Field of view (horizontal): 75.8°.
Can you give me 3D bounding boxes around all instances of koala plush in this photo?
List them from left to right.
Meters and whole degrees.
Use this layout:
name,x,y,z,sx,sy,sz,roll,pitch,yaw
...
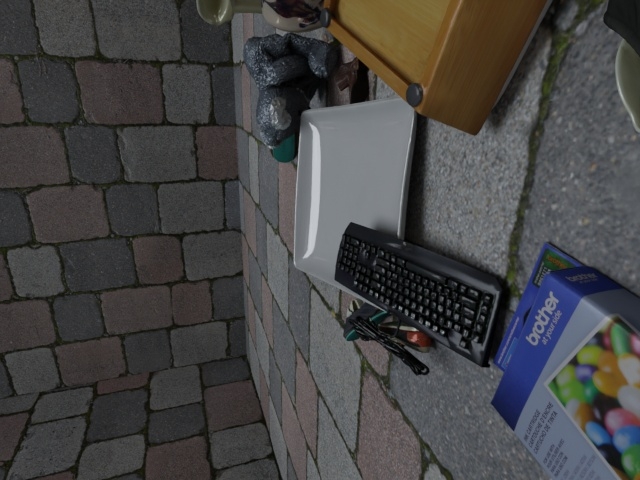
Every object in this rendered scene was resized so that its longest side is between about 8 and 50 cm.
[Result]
name,x,y,z,sx,sy,sz,roll,pitch,yaw
koala plush,-0.090,-0.332,0.944,0.196,0.203,0.221,175,104,-73

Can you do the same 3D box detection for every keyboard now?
name,x,y,z,sx,sy,sz,roll,pitch,yaw
keyboard,0.119,0.101,0.632,0.317,0.033,0.202,26,116,53

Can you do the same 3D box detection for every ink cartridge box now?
name,x,y,z,sx,sy,sz,roll,pitch,yaw
ink cartridge box,0.256,0.155,0.344,0.311,0.065,0.186,-120,30,-55

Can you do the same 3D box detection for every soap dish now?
name,x,y,z,sx,sy,sz,roll,pitch,yaw
soap dish,0.114,-0.294,0.468,0.291,0.118,0.229,57,150,33

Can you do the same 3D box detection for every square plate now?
name,x,y,z,sx,sy,sz,roll,pitch,yaw
square plate,0.054,-0.078,0.783,0.344,0.049,0.348,19,109,55

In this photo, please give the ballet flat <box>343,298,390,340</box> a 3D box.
name,x,y,z,sx,sy,sz,roll,pitch,yaw
ballet flat,0.095,0.137,0.808,0.203,0.074,0.074,125,137,-54

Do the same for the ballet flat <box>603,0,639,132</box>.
name,x,y,z,sx,sy,sz,roll,pitch,yaw
ballet flat,0.253,-0.077,0.251,0.096,0.095,0.281,102,167,-66

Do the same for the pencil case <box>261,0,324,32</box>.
name,x,y,z,sx,sy,sz,roll,pitch,yaw
pencil case,-0.051,-0.614,0.765,0.160,0.183,0.410,-58,-24,-35

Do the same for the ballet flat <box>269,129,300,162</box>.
name,x,y,z,sx,sy,sz,roll,pitch,yaw
ballet flat,-0.090,-0.391,1.185,0.124,0.116,0.343,-87,3,-46

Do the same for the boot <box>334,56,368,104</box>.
name,x,y,z,sx,sy,sz,roll,pitch,yaw
boot,0.057,-0.312,0.834,0.114,0.037,0.107,-156,75,-66

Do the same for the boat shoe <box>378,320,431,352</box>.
name,x,y,z,sx,sy,sz,roll,pitch,yaw
boat shoe,0.142,0.163,0.709,0.137,0.049,0.043,164,97,-67

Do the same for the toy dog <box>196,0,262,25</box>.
name,x,y,z,sx,sy,sz,roll,pitch,yaw
toy dog,-0.189,-0.798,1.023,0.395,0.284,0.408,85,178,-61
